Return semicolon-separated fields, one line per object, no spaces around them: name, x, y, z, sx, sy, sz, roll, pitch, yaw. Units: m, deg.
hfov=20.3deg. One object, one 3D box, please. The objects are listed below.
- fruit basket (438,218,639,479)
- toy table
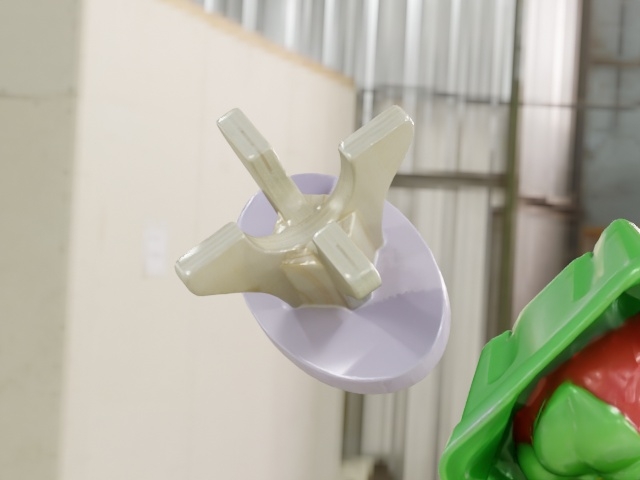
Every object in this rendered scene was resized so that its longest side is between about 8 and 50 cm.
fruit basket;0.278;0.211;1.300;0.392;0.283;0.392;37;21;-17
toy table;0.000;0.000;1.657;0.274;0.252;0.161;35;-16;36
